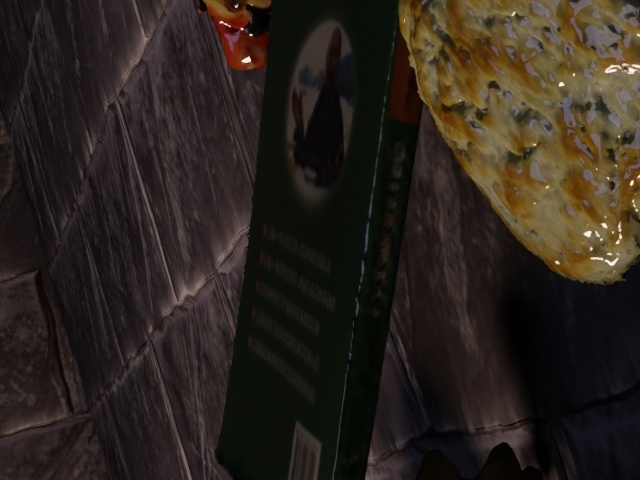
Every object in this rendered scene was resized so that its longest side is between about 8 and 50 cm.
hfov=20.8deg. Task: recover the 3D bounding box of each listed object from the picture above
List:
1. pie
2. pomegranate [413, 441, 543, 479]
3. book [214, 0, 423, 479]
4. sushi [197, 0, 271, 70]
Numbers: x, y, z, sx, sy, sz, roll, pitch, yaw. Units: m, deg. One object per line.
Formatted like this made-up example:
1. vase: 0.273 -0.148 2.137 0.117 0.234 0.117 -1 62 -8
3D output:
1. pie: 0.113 -0.094 0.816 0.201 0.090 0.248 46 149 38
2. pomegranate: 0.089 0.251 0.996 0.236 0.236 0.302 99 171 -54
3. book: 0.000 0.000 1.122 0.260 0.043 0.371 -150 68 -71
4. sushi: -0.060 -0.231 1.255 0.097 0.103 0.226 23 129 35
